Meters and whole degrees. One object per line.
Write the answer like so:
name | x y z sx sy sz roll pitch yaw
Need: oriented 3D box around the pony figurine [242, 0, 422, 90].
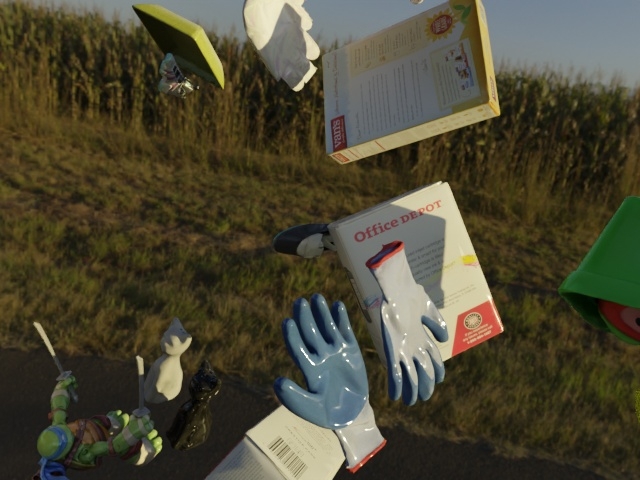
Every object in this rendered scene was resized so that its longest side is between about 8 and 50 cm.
pony figurine | -0.048 -0.439 0.780 0.351 0.303 0.363 35 18 -54

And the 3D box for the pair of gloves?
pair of gloves | 0.043 0.100 0.488 0.198 0.159 0.023 -29 14 -36

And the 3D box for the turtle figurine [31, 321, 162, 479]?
turtle figurine | -0.378 0.305 0.993 0.198 0.274 0.266 -6 -26 3

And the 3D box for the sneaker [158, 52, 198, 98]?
sneaker | -0.251 -0.290 0.988 0.069 0.038 0.098 22 -23 -9

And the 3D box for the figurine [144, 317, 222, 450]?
figurine | -0.294 0.300 1.187 0.092 0.209 0.215 -8 44 -44

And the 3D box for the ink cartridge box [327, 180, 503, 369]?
ink cartridge box | 0.175 0.070 1.042 0.226 0.306 0.131 -22 4 -8

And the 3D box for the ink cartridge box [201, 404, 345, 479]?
ink cartridge box | -0.113 0.400 0.848 0.130 0.309 0.272 44 11 13

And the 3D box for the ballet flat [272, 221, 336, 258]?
ballet flat | 0.000 0.000 1.148 0.203 0.074 0.074 -11 24 -38

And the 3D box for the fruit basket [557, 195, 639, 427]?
fruit basket | 0.512 0.163 0.713 0.392 0.392 0.283 22 -6 42

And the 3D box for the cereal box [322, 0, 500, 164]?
cereal box | 0.114 -0.219 0.766 0.240 0.172 0.047 -12 -21 32

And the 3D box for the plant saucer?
plant saucer | -0.304 -0.444 1.238 0.188 0.045 0.188 32 -10 18
